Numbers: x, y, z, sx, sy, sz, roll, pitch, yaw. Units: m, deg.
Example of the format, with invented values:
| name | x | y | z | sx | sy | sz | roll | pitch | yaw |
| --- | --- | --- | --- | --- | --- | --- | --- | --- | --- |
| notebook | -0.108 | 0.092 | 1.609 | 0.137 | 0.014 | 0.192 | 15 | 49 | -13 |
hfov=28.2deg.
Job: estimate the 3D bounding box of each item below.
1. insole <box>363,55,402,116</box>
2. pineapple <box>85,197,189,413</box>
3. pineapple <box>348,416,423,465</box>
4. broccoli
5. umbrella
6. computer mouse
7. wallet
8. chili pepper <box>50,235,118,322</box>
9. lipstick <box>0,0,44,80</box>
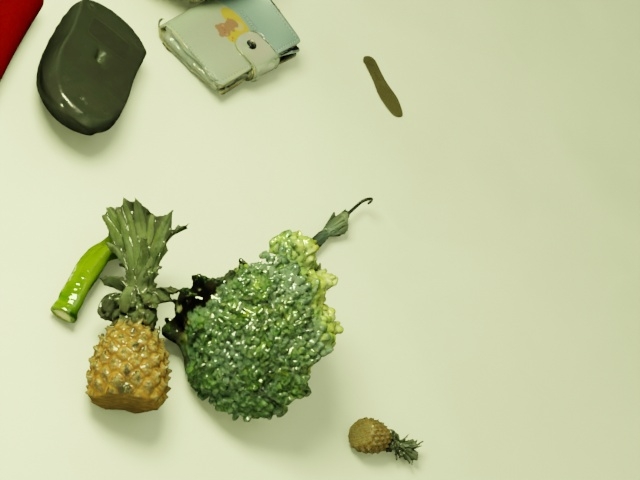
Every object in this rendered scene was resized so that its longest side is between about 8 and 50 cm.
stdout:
| name | x | y | z | sx | sy | sz | roll | pitch | yaw |
| --- | --- | --- | --- | --- | --- | --- | --- | --- | --- |
| insole | 0.114 | -0.283 | 2.332 | 0.045 | 0.002 | 0.135 | -11 | 68 | -43 |
| pineapple | -0.245 | 0.086 | 1.686 | 0.119 | 0.130 | 0.277 | 14 | 68 | -21 |
| pineapple | 0.098 | 0.301 | 1.894 | 0.124 | 0.058 | 0.058 | 27 | 46 | -40 |
| broccoli | -0.088 | 0.107 | 1.785 | 0.243 | 0.246 | 0.263 | -28 | 123 | -76 |
| umbrella | -0.004 | 0.000 | 2.029 | 0.269 | 0.044 | 0.044 | -39 | 115 | -38 |
| computer mouse | -0.347 | -0.241 | 1.873 | 0.137 | 0.086 | 0.270 | 38 | 36 | -24 |
| wallet | -0.147 | -0.334 | 2.114 | 0.170 | 0.069 | 0.231 | 49 | 49 | 5 |
| chili pepper | -0.305 | 0.037 | 1.743 | 0.050 | 0.052 | 0.202 | 29 | 44 | 7 |
| lipstick | -0.467 | -0.284 | 1.812 | 0.080 | 0.080 | 0.241 | 32 | 46 | -18 |
